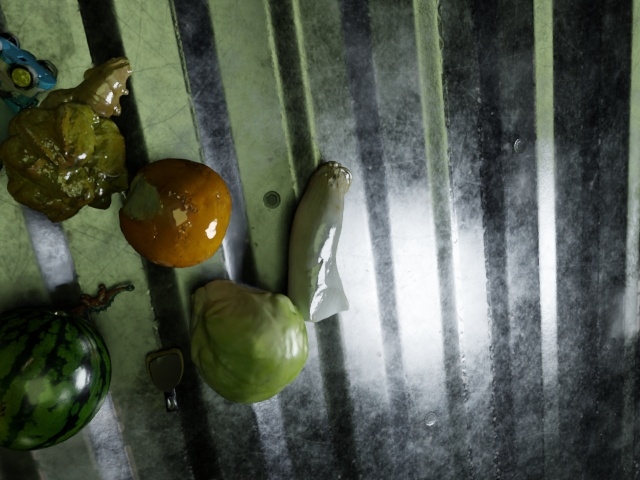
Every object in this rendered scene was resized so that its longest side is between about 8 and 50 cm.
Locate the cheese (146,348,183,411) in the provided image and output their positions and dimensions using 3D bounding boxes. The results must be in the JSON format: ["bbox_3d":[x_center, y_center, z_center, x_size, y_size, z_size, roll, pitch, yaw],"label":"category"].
[{"bbox_3d":[-0.372,0.347,1.314,0.087,0.036,0.162,-11,107,-24],"label":"cheese"}]

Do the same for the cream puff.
[{"bbox_3d":[-0.486,-0.149,1.042,0.244,0.244,0.196,-16,81,-20],"label":"cream puff"}]

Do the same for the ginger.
[{"bbox_3d":[-0.461,-0.289,1.104,0.206,0.081,0.115,-36,84,-5],"label":"ginger"}]

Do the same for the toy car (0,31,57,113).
[{"bbox_3d":[-0.597,-0.326,1.020,0.162,0.126,0.098,38,102,-21],"label":"toy car"}]

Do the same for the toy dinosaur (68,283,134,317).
[{"bbox_3d":[-0.492,0.134,1.203,0.154,0.049,0.055,-24,108,-12],"label":"toy dinosaur"}]

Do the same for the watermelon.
[{"bbox_3d":[-0.566,0.271,1.073,0.286,0.285,0.284,-6,104,-23],"label":"watermelon"}]

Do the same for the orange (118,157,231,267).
[{"bbox_3d":[-0.303,-0.059,1.139,0.240,0.240,0.239,-6,104,-23],"label":"orange"}]

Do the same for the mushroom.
[{"bbox_3d":[0.000,-0.001,1.354,0.178,0.126,0.396,-9,107,-43],"label":"mushroom"}]

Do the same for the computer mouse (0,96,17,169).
[{"bbox_3d":[-0.710,-0.141,1.010,0.188,0.122,0.370,31,85,-27],"label":"computer mouse"}]

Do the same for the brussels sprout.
[{"bbox_3d":[-0.165,0.231,1.265,0.243,0.274,0.316,-30,107,-58],"label":"brussels sprout"}]
